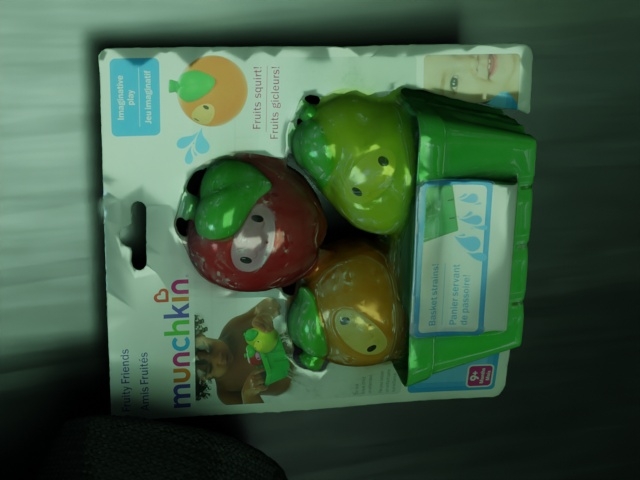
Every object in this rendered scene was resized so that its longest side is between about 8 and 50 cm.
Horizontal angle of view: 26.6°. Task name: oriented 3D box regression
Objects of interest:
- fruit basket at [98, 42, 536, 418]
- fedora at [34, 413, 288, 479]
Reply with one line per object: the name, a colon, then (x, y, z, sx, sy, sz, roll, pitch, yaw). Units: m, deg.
fruit basket: (0.000, 0.000, 1.122, 0.353, 0.165, 0.327, -3, 110, -15)
fedora: (-0.133, 0.239, 1.139, 0.334, 0.334, 0.152, 24, 66, -26)
